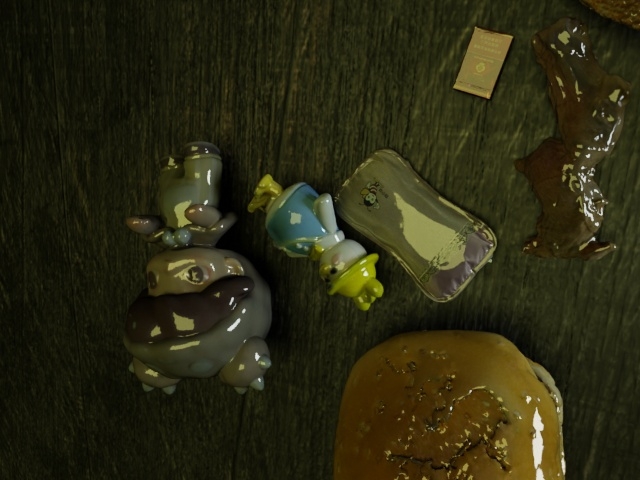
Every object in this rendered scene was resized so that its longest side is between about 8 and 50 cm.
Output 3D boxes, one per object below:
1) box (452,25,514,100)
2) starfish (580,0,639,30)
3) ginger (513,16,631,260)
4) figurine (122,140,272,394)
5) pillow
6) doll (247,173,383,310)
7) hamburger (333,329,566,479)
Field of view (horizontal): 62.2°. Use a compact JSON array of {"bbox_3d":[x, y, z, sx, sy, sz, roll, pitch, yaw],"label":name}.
[{"bbox_3d":[0.210,-0.228,0.686,0.052,0.023,0.082,23,107,19],"label":"box"},{"bbox_3d":[0.421,-0.221,0.537,0.299,0.060,0.302,-6,77,16],"label":"starfish"},{"bbox_3d":[0.302,-0.116,0.646,0.122,0.084,0.289,10,107,46],"label":"ginger"},{"bbox_3d":[-0.194,0.047,0.825,0.249,0.203,0.380,-7,85,17],"label":"figurine"},{"bbox_3d":[0.129,-0.025,0.748,0.233,0.038,0.130,43,110,13],"label":"pillow"},{"bbox_3d":[0.000,0.000,0.776,0.241,0.099,0.135,46,109,11],"label":"doll"},{"bbox_3d":[0.158,0.273,0.685,0.284,0.174,0.304,-5,65,28],"label":"hamburger"}]
